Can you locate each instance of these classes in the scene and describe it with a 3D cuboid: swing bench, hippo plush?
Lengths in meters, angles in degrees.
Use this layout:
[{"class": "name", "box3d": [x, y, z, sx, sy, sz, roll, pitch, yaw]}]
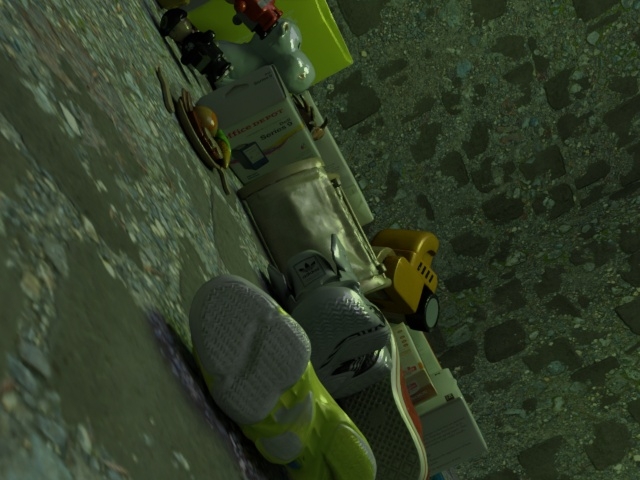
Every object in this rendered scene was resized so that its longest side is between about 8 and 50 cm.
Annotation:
[{"class": "swing bench", "box3d": [0.000, 0.000, 1.302, 0.253, 0.165, 0.254, 63, 5, 8]}, {"class": "hippo plush", "box3d": [-0.142, -0.415, 1.691, 0.294, 0.236, 0.234, 62, 5, -5]}]

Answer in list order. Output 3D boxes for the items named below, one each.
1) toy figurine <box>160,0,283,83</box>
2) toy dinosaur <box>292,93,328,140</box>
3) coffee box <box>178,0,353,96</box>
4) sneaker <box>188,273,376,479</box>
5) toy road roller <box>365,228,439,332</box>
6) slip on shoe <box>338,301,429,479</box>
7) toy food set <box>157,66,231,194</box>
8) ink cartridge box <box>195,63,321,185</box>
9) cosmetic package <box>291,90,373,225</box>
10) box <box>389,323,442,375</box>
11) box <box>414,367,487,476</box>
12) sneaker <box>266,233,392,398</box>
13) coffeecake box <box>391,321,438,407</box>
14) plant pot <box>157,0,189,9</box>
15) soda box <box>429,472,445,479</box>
[{"class": "toy figurine", "box3d": [-0.190, -0.415, 1.369, 0.148, 0.213, 0.209, 45, 5, -11]}, {"class": "toy dinosaur", "box3d": [-0.078, -0.226, 1.536, 0.127, 0.200, 0.296, 61, 5, -14]}, {"class": "coffee box", "box3d": [-0.160, -0.595, 1.916, 0.338, 0.337, 0.334, 59, 5, -40]}, {"class": "sneaker", "box3d": [-0.046, 0.129, 0.635, 0.240, 0.091, 0.126, 61, -14, -16]}, {"class": "toy road roller", "box3d": [0.162, 0.059, 1.706, 0.329, 0.202, 0.241, 43, 59, -50]}, {"class": "slip on shoe", "box3d": [0.093, 0.250, 1.152, 0.101, 0.123, 0.331, 51, 17, -56]}, {"class": "toy food set", "box3d": [-0.176, -0.170, 1.091, 0.192, 0.038, 0.132, 58, 6, -43]}, {"class": "ink cartridge box", "box3d": [-0.107, -0.194, 1.291, 0.093, 0.154, 0.212, 67, 5, 31]}, {"class": "cosmetic package", "box3d": [-0.036, -0.173, 1.753, 0.155, 0.196, 0.366, 57, 8, -50]}, {"class": "box", "box3d": [0.216, 0.320, 1.850, 0.215, 0.168, 0.345, 57, 7, -51]}, {"class": "box", "box3d": [0.204, 0.358, 1.391, 0.119, 0.181, 0.181, 64, 4, -6]}, {"class": "sneaker", "box3d": [-0.002, 0.086, 0.983, 0.210, 0.137, 0.366, 64, -1, 23]}, {"class": "coffeecake box", "box3d": [0.130, 0.257, 1.391, 0.068, 0.142, 0.185, 60, 5, -21]}, {"class": "plant pot", "box3d": [-0.308, -0.521, 1.473, 0.081, 0.081, 0.083, -100, 174, -77]}, {"class": "soda box", "box3d": [0.250, 0.554, 1.449, 0.210, 0.071, 0.067, 60, 5, -26]}]
